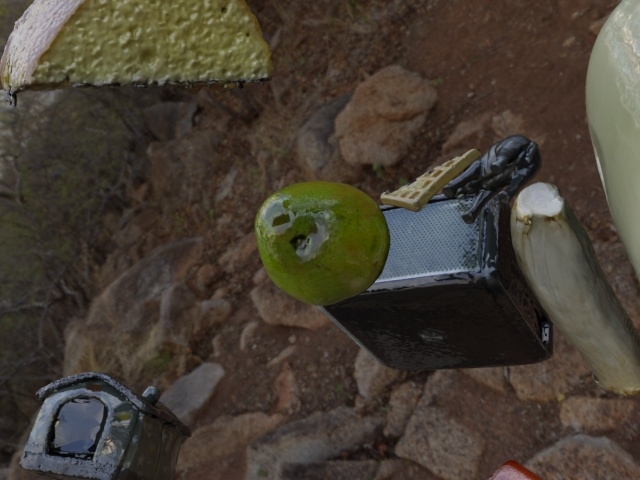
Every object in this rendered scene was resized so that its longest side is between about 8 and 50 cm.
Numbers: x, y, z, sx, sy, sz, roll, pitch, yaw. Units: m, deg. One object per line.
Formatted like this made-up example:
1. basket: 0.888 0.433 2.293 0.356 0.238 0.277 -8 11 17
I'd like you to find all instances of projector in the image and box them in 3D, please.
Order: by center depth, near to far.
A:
1. projector: 0.251 0.097 1.417 0.405 0.395 0.242 -10 51 32

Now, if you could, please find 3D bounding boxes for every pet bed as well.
1. pet bed: -0.305 0.281 0.986 0.183 0.211 0.159 4 63 13

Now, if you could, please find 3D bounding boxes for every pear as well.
1. pear: 0.000 0.000 0.921 0.188 0.220 0.187 -4 76 18

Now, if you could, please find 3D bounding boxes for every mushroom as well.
1. mushroom: 0.341 0.067 0.870 0.095 0.351 0.123 -39 23 -3

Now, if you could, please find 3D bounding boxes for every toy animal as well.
1. toy animal: 0.273 -0.100 1.144 0.137 0.082 0.269 -44 8 -26

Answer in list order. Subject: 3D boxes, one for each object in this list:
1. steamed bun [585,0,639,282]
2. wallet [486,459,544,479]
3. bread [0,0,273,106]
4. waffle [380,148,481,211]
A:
1. steamed bun: 0.462 -0.047 0.682 0.290 0.456 0.371 -42 27 31
2. wallet: 0.283 0.391 0.891 0.142 0.045 0.204 -39 23 -14
3. bread: -0.163 -0.200 0.613 0.260 0.134 0.129 -12 16 -29
4. waffle: 0.176 -0.103 1.067 0.153 0.023 0.097 -41 28 -15
